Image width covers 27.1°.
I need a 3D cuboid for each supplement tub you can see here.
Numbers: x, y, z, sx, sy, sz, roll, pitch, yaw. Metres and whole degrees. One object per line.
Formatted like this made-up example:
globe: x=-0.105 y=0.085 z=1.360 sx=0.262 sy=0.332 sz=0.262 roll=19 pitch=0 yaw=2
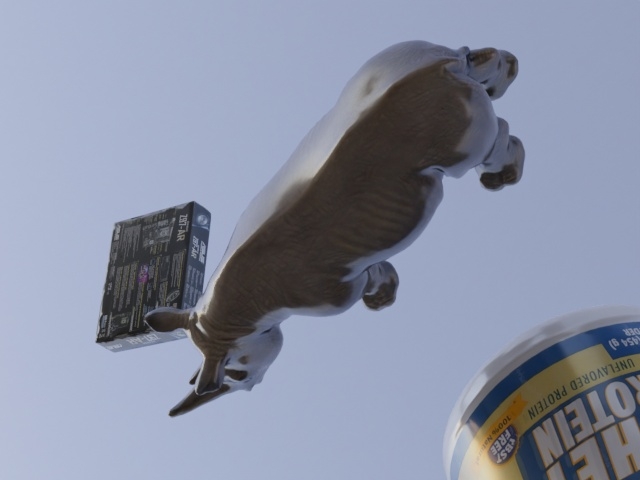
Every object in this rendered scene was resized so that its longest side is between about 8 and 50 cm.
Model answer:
supplement tub: x=0.154 y=0.140 z=0.595 sx=0.144 sy=0.199 sz=0.144 roll=-12 pitch=-50 yaw=-14

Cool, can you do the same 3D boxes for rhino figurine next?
rhino figurine: x=0.000 y=0.000 z=0.638 sx=0.243 sy=0.106 sz=0.073 roll=-47 pitch=-114 yaw=17

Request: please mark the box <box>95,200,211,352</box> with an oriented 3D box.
box: x=-0.101 y=0.022 z=0.808 sx=0.067 sy=0.018 sz=0.083 roll=-14 pitch=-122 yaw=31
